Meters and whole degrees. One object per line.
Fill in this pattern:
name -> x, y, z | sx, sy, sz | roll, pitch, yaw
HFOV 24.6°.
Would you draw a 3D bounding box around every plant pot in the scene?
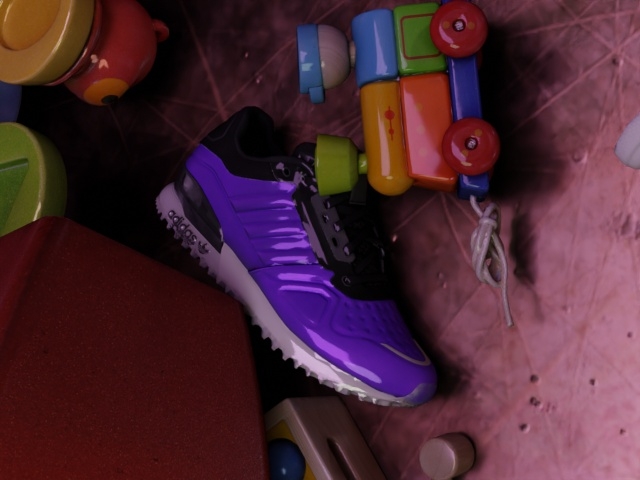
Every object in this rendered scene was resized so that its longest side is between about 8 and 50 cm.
plant pot -> -0.194, 0.136, 1.074 | 0.267, 0.267, 0.235 | -19, 52, 46

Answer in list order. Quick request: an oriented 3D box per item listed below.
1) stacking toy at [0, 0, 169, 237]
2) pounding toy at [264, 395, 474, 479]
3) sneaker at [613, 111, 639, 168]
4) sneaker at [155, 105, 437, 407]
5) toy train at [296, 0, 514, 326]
stacking toy -> -0.272, -0.084, 1.292 | 0.309, 0.130, 0.279 | -13, 71, 39
pounding toy -> 0.017, 0.208, 1.123 | 0.206, 0.094, 0.181 | -38, 69, 22
sneaker -> 0.305, -0.087, 0.997 | 0.212, 0.080, 0.094 | -30, 84, 23
sneaker -> -0.001, 0.000, 1.145 | 0.293, 0.102, 0.146 | 43, 106, 25
toy train -> 0.060, -0.054, 1.086 | 0.143, 0.105, 0.248 | -5, 83, 3
